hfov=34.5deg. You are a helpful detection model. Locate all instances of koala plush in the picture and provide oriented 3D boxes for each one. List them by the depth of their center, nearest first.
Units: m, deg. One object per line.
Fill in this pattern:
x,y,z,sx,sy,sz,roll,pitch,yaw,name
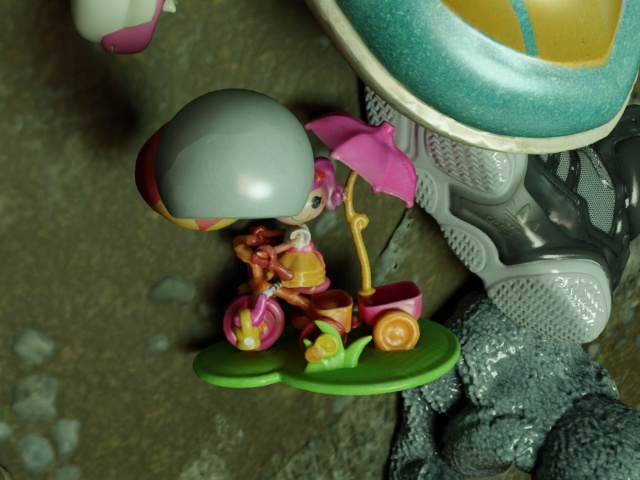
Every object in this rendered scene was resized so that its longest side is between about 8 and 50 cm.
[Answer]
0.184,0.155,0.768,0.196,0.221,0.203,-19,125,-26,koala plush

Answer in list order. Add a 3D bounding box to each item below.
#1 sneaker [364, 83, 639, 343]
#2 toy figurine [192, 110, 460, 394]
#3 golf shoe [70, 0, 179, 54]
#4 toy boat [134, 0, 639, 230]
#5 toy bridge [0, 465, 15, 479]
0.140,-0.066,0.701,0.153,0.101,0.269,-51,120,-25,sneaker
0.000,0.000,0.645,0.173,0.130,0.159,-5,106,-6,toy figurine
-0.111,-0.229,0.430,0.140,0.115,0.306,1,120,-10,golf shoe
0.038,-0.117,0.502,0.318,0.148,0.267,-45,105,-13,toy boat
-0.178,0.213,0.672,0.063,0.026,0.188,-42,132,-8,toy bridge
